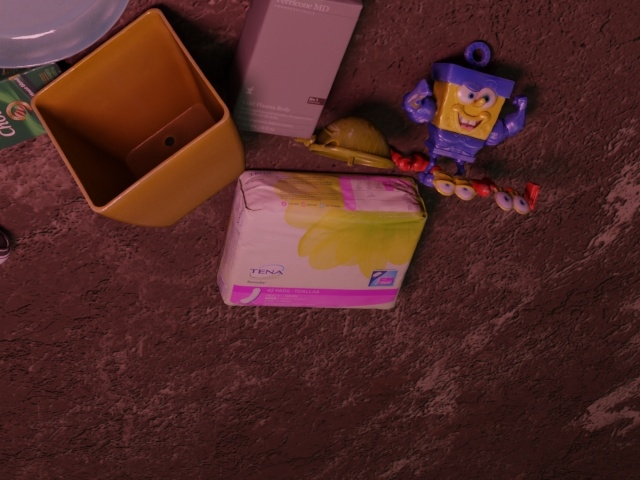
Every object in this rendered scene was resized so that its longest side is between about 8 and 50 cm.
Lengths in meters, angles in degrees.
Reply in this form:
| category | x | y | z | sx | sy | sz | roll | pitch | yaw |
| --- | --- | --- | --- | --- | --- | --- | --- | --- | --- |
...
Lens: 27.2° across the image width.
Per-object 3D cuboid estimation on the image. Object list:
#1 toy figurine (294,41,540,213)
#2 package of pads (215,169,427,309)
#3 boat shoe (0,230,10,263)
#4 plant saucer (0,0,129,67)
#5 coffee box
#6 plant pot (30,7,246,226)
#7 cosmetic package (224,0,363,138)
| category | x | y | z | sx | sy | sz | roll | pitch | yaw |
| --- | --- | --- | --- | --- | --- | --- | --- | --- | --- |
| toy figurine | 0.166 | -0.191 | 1.910 | 0.363 | 0.191 | 0.217 | 14 | 101 | -20 |
| package of pads | 0.000 | 0.000 | 2.057 | 0.297 | 0.101 | 0.229 | 1 | 136 | -15 |
| boat shoe | -0.529 | -0.043 | 1.909 | 0.076 | 0.080 | 0.228 | -36 | 125 | 25 |
| plant saucer | -0.388 | -0.351 | 1.640 | 0.318 | 0.043 | 0.317 | -7 | 137 | -7 |
| coffee box | -0.421 | -0.184 | 1.806 | 0.184 | 0.040 | 0.113 | -18 | 137 | 6 |
| plant pot | -0.220 | -0.139 | 1.774 | 0.212 | 0.212 | 0.187 | -36 | 153 | 3 |
| cosmetic package | -0.040 | -0.260 | 1.776 | 0.127 | 0.107 | 0.238 | 6 | 137 | -16 |
